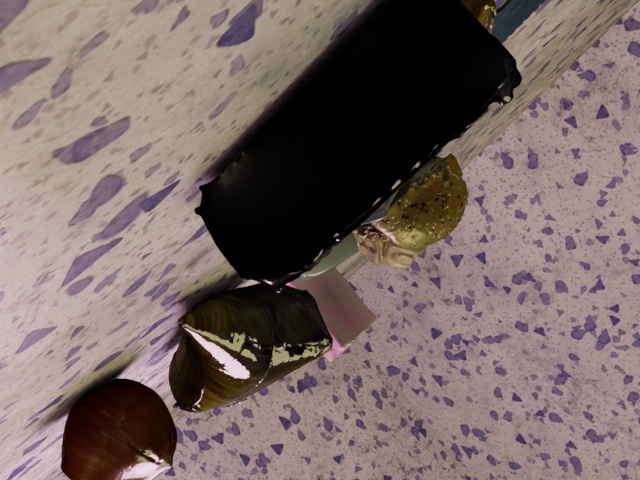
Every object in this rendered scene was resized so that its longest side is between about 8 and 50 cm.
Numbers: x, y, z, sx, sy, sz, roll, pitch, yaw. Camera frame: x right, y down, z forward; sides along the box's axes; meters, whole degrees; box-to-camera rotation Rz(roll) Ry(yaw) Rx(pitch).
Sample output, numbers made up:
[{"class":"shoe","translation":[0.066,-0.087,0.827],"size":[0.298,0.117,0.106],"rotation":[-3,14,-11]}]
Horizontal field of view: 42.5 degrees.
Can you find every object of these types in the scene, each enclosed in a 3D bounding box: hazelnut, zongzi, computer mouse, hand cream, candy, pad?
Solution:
[{"class":"hazelnut","translation":[-0.374,0.371,1.568],"size":[0.229,0.229,0.229],"rotation":[-40,173,-6]},{"class":"zongzi","translation":[-0.248,0.231,1.655],"size":[0.403,0.208,0.432],"rotation":[-33,160,28]},{"class":"computer mouse","translation":[0.000,0.000,1.640],"size":[0.079,0.128,0.231],"rotation":[-39,178,41]},{"class":"hand cream","translation":[0.143,-0.118,1.695],"size":[0.088,0.055,0.256],"rotation":[-11,-145,38]},{"class":"candy","translation":[0.001,0.161,2.096],"size":[0.155,0.265,0.116],"rotation":[-35,174,-42]},{"class":"pad","translation":[0.347,-0.403,1.472],"size":[0.269,0.012,0.269],"rotation":[-44,173,23]}]

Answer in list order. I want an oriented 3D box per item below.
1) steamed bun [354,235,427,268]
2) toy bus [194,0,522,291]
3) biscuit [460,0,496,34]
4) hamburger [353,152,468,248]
[{"class":"steamed bun","translation":[0.225,-0.048,2.262],"size":[0.289,0.203,0.276],"rotation":[-46,171,34]},{"class":"toy bus","translation":[0.040,-0.112,0.959],"size":[0.386,0.171,0.162],"rotation":[-42,177,15]},{"class":"biscuit","translation":[0.150,-0.240,1.174],"size":[0.329,0.078,0.335],"rotation":[-32,169,-41]},{"class":"hamburger","translation":[0.194,-0.072,1.807],"size":[0.288,0.192,0.167],"rotation":[-38,-157,-29]}]
